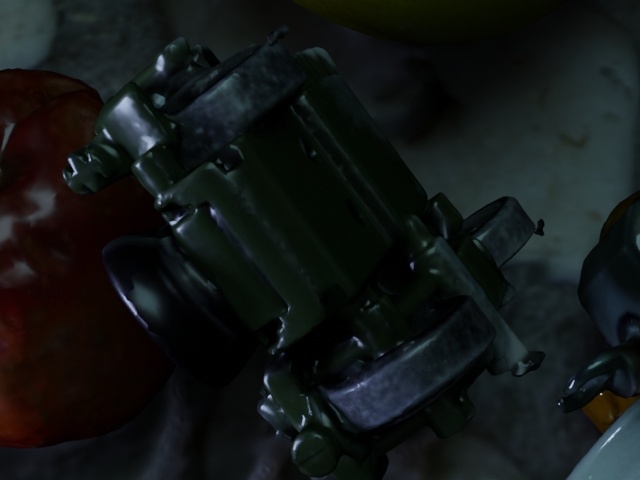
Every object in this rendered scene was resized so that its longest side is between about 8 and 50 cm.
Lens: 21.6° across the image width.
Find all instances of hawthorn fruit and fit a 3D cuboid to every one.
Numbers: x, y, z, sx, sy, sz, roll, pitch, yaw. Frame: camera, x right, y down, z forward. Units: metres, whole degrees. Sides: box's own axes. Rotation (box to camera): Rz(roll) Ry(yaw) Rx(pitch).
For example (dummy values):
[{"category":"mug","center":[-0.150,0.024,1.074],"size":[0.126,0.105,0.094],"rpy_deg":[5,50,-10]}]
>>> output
[{"category":"hawthorn fruit","center":[-0.145,-0.001,0.763],"size":[0.179,0.200,0.179],"rpy_deg":[-2,59,4]}]

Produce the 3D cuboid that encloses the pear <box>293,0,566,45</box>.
[{"category":"pear","center":[0.057,-0.247,0.899],"size":[0.294,0.294,0.294],"rpy_deg":[2,58,-3]}]

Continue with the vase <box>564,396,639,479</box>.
[{"category":"vase","center":[0.224,0.197,0.676],"size":[0.299,0.143,0.143],"rpy_deg":[38,62,1]}]

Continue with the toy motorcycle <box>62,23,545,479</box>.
[{"category":"toy motorcycle","center":[0.000,0.000,0.740],"size":[0.127,0.275,0.205],"rpy_deg":[-37,94,17]}]

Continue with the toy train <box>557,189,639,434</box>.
[{"category":"toy train","center":[0.278,0.015,0.811],"size":[0.369,0.163,0.231],"rpy_deg":[-30,77,-21]}]
